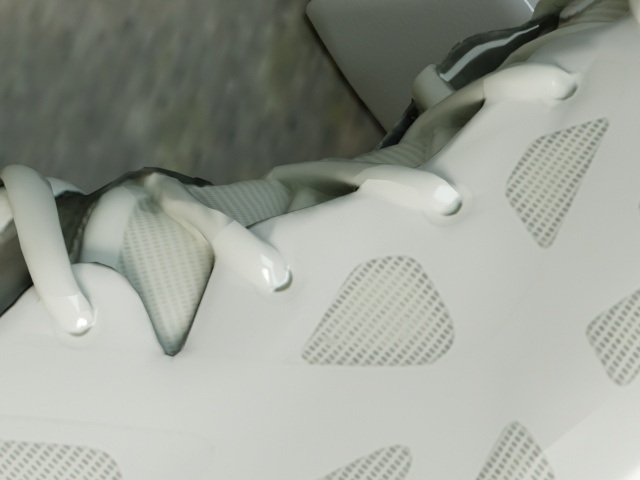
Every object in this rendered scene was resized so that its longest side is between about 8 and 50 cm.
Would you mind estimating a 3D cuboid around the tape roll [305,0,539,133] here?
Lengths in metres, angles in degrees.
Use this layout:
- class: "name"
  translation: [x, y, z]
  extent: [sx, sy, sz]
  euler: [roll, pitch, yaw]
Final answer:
- class: "tape roll"
  translation: [0.135, -0.123, 0.564]
  extent: [0.286, 0.100, 0.286]
  euler: [7, 72, -22]

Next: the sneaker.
- class: "sneaker"
  translation: [0.000, 0.000, 0.371]
  extent: [0.257, 0.169, 0.447]
  euler: [30, 84, 0]
